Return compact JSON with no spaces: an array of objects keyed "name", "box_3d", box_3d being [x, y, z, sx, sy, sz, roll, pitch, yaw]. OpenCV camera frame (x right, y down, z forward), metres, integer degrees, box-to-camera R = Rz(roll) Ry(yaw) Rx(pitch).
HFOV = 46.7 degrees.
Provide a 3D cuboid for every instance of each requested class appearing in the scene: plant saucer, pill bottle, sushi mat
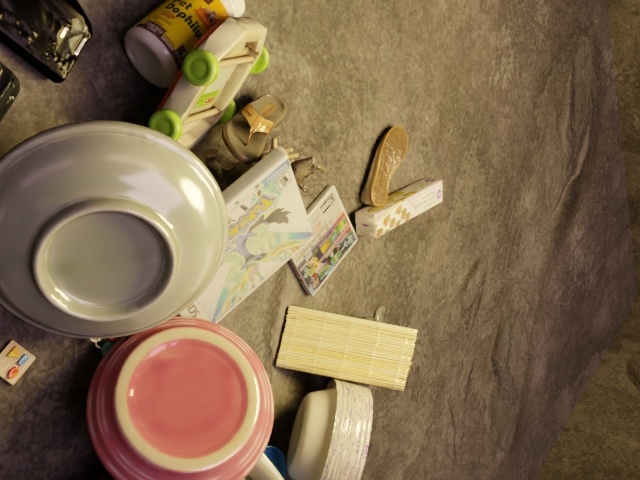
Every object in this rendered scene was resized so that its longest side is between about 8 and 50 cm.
[{"name":"plant saucer","box_3d":[-0.336,0.015,1.157,0.400,0.101,0.401,-8,123,-13]},{"name":"pill bottle","box_3d":[-0.231,-0.371,1.297,0.215,0.117,0.117,-49,134,-27]},{"name":"sushi mat","box_3d":[0.063,0.254,1.739,0.019,0.316,0.152,-143,-116,-86]},{"name":"plant saucer","box_3d":[-0.236,0.284,1.298,0.332,0.332,0.084,-44,175,-31]}]

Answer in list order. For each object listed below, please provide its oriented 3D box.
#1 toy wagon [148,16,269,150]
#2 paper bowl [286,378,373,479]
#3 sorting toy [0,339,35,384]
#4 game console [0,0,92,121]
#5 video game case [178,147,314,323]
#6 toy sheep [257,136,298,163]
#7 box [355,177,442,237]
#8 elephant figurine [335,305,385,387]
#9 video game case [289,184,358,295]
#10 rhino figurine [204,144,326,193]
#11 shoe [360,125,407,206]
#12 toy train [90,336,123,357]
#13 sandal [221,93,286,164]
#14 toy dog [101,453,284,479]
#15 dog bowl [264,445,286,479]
[{"name":"toy wagon","box_3d":[-0.215,-0.236,1.309,0.344,0.068,0.267,-52,178,22]},{"name":"paper bowl","box_3d":[0.013,0.463,1.711,0.148,0.284,0.285,16,89,-7]},{"name":"sorting toy","box_3d":[-0.518,0.214,1.229,0.083,0.012,0.062,-55,137,-22]},{"name":"game console","box_3d":[-0.495,-0.258,1.088,0.213,0.043,0.362,42,70,-45]},{"name":"video game case","box_3d":[-0.163,0.016,1.427,0.329,0.036,0.300,-42,152,-14]},{"name":"toy sheep","box_3d":[-0.092,-0.154,1.550,0.091,0.091,0.132,-28,126,-41]},{"name":"box","box_3d":[0.208,-0.088,1.918,0.324,0.067,0.063,-26,120,-45]},{"name":"elephant figurine","box_3d":[0.092,0.316,1.883,0.169,0.185,0.240,-97,178,-49]},{"name":"video game case","box_3d":[0.000,0.000,1.753,0.201,0.023,0.183,-51,134,-28]},{"name":"rhino figurine","box_3d":[-0.107,-0.132,1.463,0.243,0.073,0.106,-5,141,-13]},{"name":"shoe","box_3d":[0.155,-0.188,1.854,0.076,0.058,0.219,29,75,-28]},{"name":"toy train","box_3d":[-0.354,0.163,1.383,0.166,0.046,0.125,-31,109,-34]},{"name":"sandal","box_3d":[-0.117,-0.226,1.418,0.090,0.060,0.219,41,44,-5]},{"name":"toy dog","box_3d":[-0.322,0.479,1.341,0.408,0.284,0.396,-45,118,-31]},{"name":"dog bowl","box_3d":[-0.194,0.592,1.675,0.297,0.074,0.166,-59,137,-18]}]
